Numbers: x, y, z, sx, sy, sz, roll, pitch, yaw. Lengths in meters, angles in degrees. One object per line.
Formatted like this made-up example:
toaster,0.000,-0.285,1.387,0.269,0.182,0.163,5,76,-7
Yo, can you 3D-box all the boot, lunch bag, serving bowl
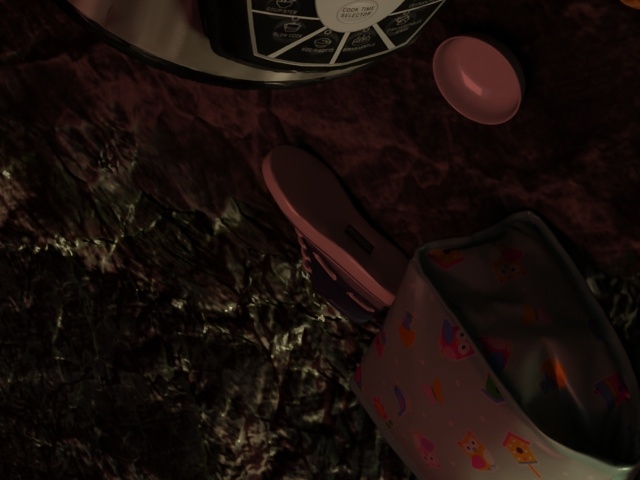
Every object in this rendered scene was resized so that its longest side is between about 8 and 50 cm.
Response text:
boot,0.000,0.000,1.724,0.190,0.069,0.086,48,140,-7
lunch bag,0.169,0.144,1.590,0.262,0.160,0.223,55,148,25
serving bowl,0.133,-0.136,1.506,0.083,0.027,0.083,25,140,24

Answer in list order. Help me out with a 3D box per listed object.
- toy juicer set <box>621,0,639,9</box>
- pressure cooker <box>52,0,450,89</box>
toy juicer set,0.282,-0.190,1.264,0.329,0.089,0.209,46,143,-3
pressure cooker,-0.015,-0.334,1.149,0.375,0.370,0.420,32,148,-2
